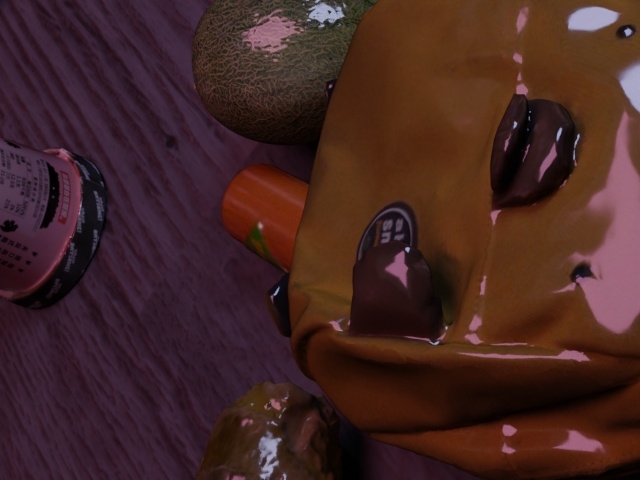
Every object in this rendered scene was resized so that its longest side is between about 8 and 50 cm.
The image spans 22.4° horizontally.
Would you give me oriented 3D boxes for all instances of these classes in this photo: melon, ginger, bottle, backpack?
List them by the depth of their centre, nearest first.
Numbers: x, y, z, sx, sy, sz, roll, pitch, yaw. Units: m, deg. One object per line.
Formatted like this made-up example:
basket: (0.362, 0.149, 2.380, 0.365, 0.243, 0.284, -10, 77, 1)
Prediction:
backpack: (0.142, -0.028, 0.968, 0.378, 0.201, 0.353, -6, 68, 43)
ginger: (-0.036, 0.227, 1.102, 0.109, 0.116, 0.263, 106, 161, -65)
bottle: (0.000, 0.000, 1.198, 0.187, 0.069, 0.069, 29, 93, 49)
melon: (-0.022, -0.140, 1.233, 0.192, 0.139, 0.139, -9, 65, 34)

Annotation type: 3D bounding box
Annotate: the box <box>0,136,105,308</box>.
box: (-0.292, -0.028, 1.465, 0.151, 0.135, 0.151, -21, 58, 37)
